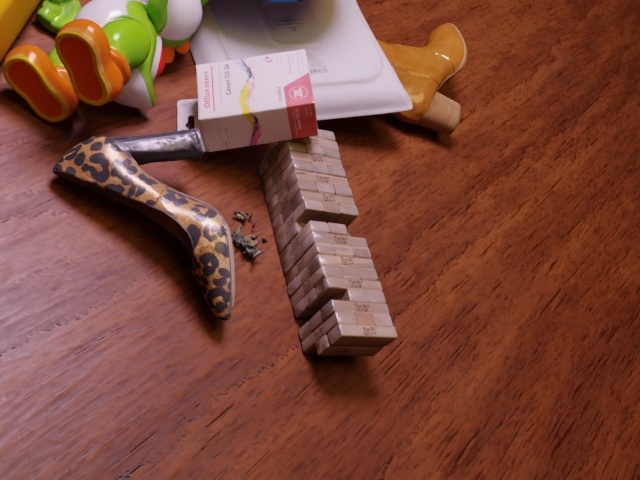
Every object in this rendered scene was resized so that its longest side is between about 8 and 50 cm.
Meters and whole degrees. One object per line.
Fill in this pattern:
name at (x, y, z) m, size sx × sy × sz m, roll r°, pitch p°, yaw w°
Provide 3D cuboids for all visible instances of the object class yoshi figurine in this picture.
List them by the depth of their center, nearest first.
yoshi figurine at (-0.269, -0.327, 1.007) m, size 0.203 × 0.203 × 0.362 m, roll 29°, pitch 45°, yaw 0°

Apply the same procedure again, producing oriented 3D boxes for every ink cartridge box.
ink cartridge box at (-0.109, -0.194, 1.046) m, size 0.198 × 0.067 × 0.115 m, roll -9°, pitch 53°, yaw 0°

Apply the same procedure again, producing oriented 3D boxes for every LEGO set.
LEGO set at (-0.100, -0.004, 1.016) m, size 0.054 × 0.023 × 0.083 m, roll 26°, pitch 33°, yaw -21°

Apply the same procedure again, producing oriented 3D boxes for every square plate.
square plate at (-0.050, -0.343, 1.232) m, size 0.347 × 0.049 × 0.344 m, roll -11°, pitch 63°, yaw -26°

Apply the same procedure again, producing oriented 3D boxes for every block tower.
block tower at (0.000, 0.000, 1.032) m, size 0.097 × 0.091 × 0.335 m, roll 7°, pitch 54°, yaw -33°

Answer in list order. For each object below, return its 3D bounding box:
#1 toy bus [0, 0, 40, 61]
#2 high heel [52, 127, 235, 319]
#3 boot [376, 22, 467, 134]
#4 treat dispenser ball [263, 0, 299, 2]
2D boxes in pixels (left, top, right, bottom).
toy bus at (-0.427, -0.351, 0.958) m, size 0.130 × 0.108 × 0.333 m, roll 17°, pitch 49°, yaw -10°
high heel at (-0.212, -0.011, 0.913) m, size 0.186 × 0.093 × 0.261 m, roll -11°, pitch 73°, yaw -21°
boot at (0.163, -0.343, 1.401) m, size 0.211 × 0.104 × 0.295 m, roll 22°, pitch 52°, yaw -22°
treat dispenser ball at (-0.062, -0.507, 1.124) m, size 0.288 × 0.288 × 0.288 m, roll 19°, pitch 49°, yaw -24°
